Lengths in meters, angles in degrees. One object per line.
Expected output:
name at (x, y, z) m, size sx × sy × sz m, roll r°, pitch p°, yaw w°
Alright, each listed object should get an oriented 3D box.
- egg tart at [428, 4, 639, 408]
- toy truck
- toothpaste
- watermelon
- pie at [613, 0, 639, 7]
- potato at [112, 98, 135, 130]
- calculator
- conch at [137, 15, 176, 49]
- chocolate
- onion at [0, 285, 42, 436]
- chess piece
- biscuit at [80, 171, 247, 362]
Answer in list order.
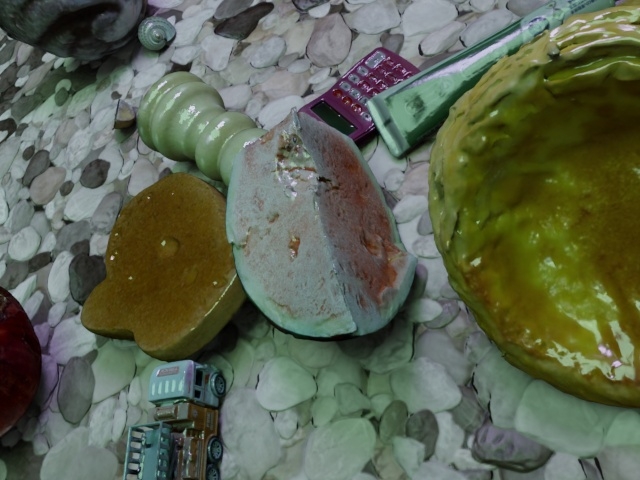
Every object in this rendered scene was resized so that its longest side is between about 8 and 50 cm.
egg tart at (0.289, -0.028, 0.593) m, size 0.388 × 0.387 × 0.169 m, roll 13°, pitch 28°, yaw 32°
toy truck at (-0.184, 0.237, 0.787) m, size 0.080 × 0.115 × 0.177 m, roll -14°, pitch 58°, yaw 21°
toothpaste at (0.250, -0.251, 0.849) m, size 0.392 × 0.061 × 0.098 m, roll -30°, pitch 76°, yaw 13°
watermelon at (0.000, 0.000, 0.764) m, size 0.224 × 0.180 × 0.305 m, roll -15°, pitch 62°, yaw -5°
pie at (0.422, -0.167, 0.706) m, size 0.340 × 0.083 × 0.339 m, roll -12°, pitch 59°, yaw 20°
potato at (-0.374, -0.232, 1.184) m, size 0.093 × 0.036 × 0.037 m, roll -109°, pitch 37°, yaw -51°
calculator at (0.061, -0.209, 0.943) m, size 0.190 × 0.034 × 0.126 m, roll -40°, pitch 53°, yaw -3°
conch at (-0.333, -0.423, 1.245) m, size 0.076 × 0.056 × 0.085 m, roll -38°, pitch 54°, yaw -11°
chocolate at (-0.468, -0.473, 1.223) m, size 0.213 × 0.303 × 0.303 m, roll 36°, pitch 84°, yaw 17°
onion at (-0.560, 0.182, 0.919) m, size 0.276 × 0.276 × 0.276 m, roll -12°, pitch 60°, yaw 22°
chess piece at (-0.157, -0.152, 0.973) m, size 0.251 × 0.144 × 0.144 m, roll 35°, pitch 84°, yaw 30°
biscuit at (-0.235, 0.047, 0.930) m, size 0.287 × 0.057 × 0.343 m, roll -44°, pitch 45°, yaw 2°
